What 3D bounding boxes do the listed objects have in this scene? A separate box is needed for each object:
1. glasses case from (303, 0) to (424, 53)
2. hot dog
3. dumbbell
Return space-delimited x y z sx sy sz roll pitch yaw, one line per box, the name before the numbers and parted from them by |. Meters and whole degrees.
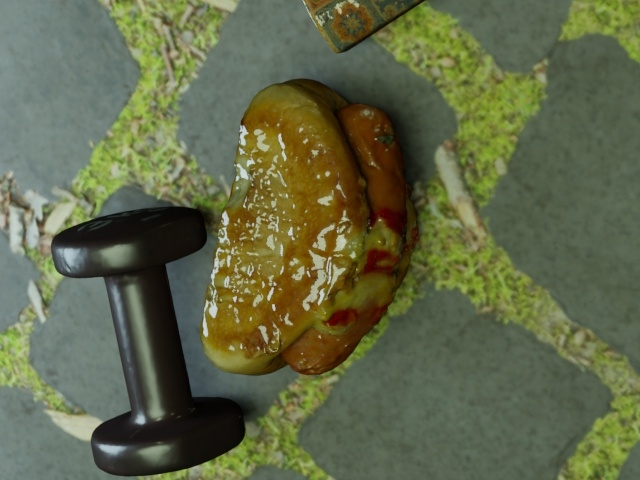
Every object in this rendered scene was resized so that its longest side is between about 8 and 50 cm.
glasses case | 0.086 -0.239 1.591 0.218 0.049 0.075 -30 93 24
hot dog | 0.000 0.000 1.630 0.153 0.150 0.257 15 99 16
dumbbell | -0.151 0.087 1.713 0.124 0.140 0.225 2 106 48
